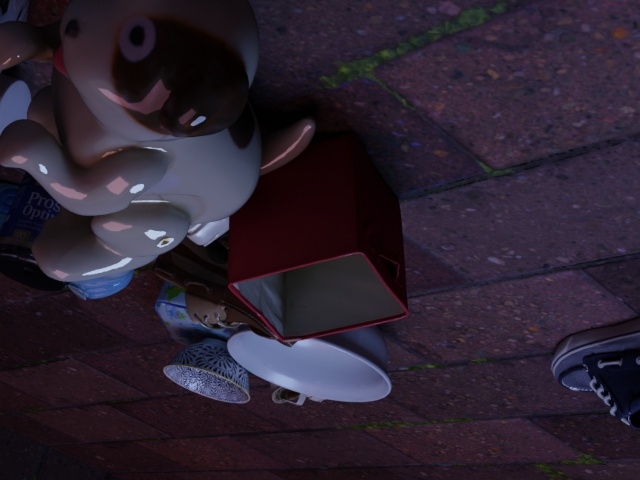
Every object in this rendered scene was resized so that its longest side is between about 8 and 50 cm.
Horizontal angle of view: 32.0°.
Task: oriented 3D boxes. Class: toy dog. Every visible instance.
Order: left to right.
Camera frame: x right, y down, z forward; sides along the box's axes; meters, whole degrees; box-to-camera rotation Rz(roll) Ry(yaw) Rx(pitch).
[{"bbox_3d":[-0.185,-0.147,1.275,0.395,0.284,0.408,5,156,-8],"label":"toy dog"}]

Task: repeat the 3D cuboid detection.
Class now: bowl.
[{"bbox_3d":[-0.198,0.231,2.060,0.170,0.080,0.170,16,155,7],"label":"bowl"},{"bbox_3d":[-0.006,0.168,1.962,0.298,0.134,0.298,13,154,6],"label":"bowl"}]

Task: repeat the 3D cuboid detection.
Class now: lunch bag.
[{"bbox_3d":[-0.203,0.140,2.078,0.176,0.090,0.219,12,154,12],"label":"lunch bag"}]

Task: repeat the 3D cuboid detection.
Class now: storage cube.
[{"bbox_3d":[0.000,0.000,1.501,0.215,0.193,0.183,-15,145,18],"label":"storage cube"}]

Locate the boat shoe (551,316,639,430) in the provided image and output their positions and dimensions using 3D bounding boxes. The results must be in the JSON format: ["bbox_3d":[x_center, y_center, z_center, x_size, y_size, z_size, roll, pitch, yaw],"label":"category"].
[{"bbox_3d":[0.470,0.227,1.761,0.127,0.158,0.340,23,154,-14],"label":"boat shoe"}]

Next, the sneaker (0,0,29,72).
[{"bbox_3d":[-0.451,-0.316,1.261,0.210,0.137,0.366,20,150,-3],"label":"sneaker"}]

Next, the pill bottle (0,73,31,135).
[{"bbox_3d":[-0.547,-0.196,1.535,0.272,0.152,0.152,13,155,7],"label":"pill bottle"}]

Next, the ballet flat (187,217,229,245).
[{"bbox_3d":[-0.203,-0.051,1.650,0.342,0.124,0.116,-2,149,34],"label":"ballet flat"}]

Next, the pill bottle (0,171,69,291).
[{"bbox_3d":[-0.399,-0.045,1.671,0.123,0.219,0.123,13,155,6],"label":"pill bottle"}]

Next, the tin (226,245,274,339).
[{"bbox_3d":[-0.099,0.082,1.826,0.190,0.106,0.040,44,-173,26],"label":"tin"}]

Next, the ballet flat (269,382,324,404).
[{"bbox_3d":[-0.020,0.300,2.301,0.086,0.086,0.248,32,150,-29],"label":"ballet flat"}]

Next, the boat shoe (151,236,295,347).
[{"bbox_3d":[-0.152,0.086,1.752,0.324,0.120,0.122,35,178,42],"label":"boat shoe"}]

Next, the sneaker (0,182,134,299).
[{"bbox_3d":[-0.471,0.017,1.952,0.319,0.127,0.208,18,153,0],"label":"sneaker"}]
